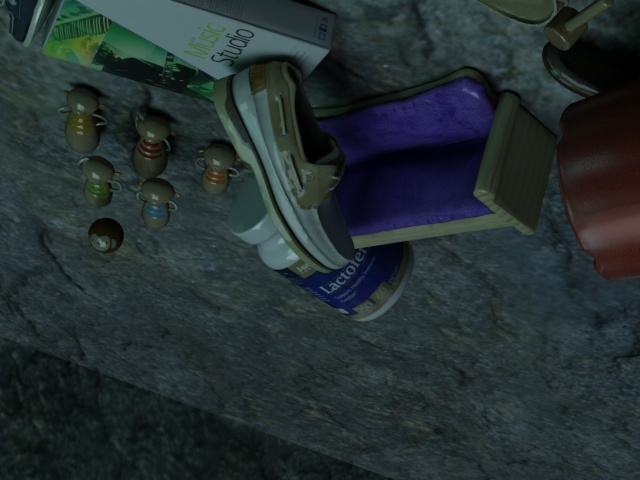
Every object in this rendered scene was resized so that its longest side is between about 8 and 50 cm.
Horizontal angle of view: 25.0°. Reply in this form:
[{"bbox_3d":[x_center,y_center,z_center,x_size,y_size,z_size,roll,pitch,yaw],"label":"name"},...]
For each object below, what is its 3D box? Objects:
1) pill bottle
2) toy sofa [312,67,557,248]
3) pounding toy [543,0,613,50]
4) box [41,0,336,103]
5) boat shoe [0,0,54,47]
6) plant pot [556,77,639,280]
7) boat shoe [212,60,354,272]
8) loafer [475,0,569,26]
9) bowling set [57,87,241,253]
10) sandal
[{"bbox_3d":[0.000,0.000,2.163,0.265,0.153,0.153,33,152,-29],"label":"pill bottle"},{"bbox_3d":[0.112,-0.090,1.899,0.362,0.150,0.177,-9,145,46],"label":"toy sofa"},{"bbox_3d":[0.232,-0.285,1.392,0.181,0.094,0.206,30,160,39],"label":"pounding toy"},{"bbox_3d":[-0.170,-0.257,1.802,0.322,0.058,0.232,16,157,-15],"label":"box"},{"bbox_3d":[-0.366,-0.330,1.798,0.079,0.095,0.254,21,154,-9],"label":"boat shoe"},{"bbox_3d":[0.405,-0.079,1.501,0.265,0.272,0.272,-14,142,30],"label":"plant pot"},{"bbox_3d":[-0.021,-0.088,1.822,0.103,0.113,0.302,-20,120,19],"label":"boat shoe"},{"bbox_3d":[0.149,-0.295,1.510,0.268,0.092,0.102,31,153,-25],"label":"loafer"},{"bbox_3d":[-0.273,-0.085,2.139,0.287,0.200,0.154,15,155,-3],"label":"bowling set"},{"bbox_3d":[0.358,-0.180,1.643,0.219,0.090,0.060,29,133,-6],"label":"sandal"}]
